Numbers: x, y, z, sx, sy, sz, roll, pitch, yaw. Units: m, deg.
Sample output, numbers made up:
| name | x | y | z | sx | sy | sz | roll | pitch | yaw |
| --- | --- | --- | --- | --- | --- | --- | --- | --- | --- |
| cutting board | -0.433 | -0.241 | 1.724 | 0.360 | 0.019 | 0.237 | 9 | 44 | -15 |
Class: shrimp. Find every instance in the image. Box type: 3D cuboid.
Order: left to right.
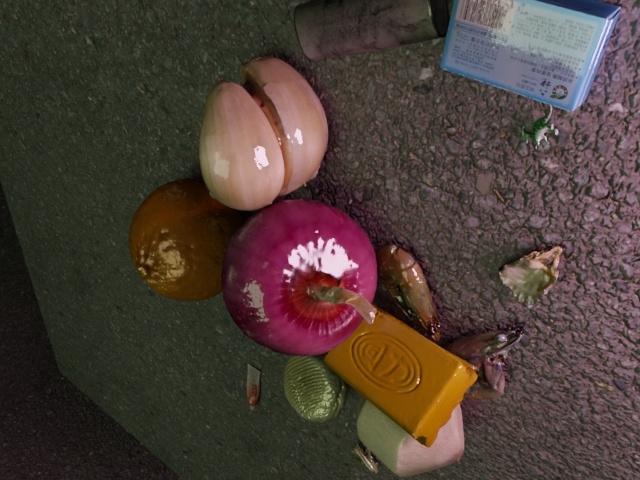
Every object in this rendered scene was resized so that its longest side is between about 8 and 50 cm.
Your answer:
| name | x | y | z | sx | sy | sz | roll | pitch | yaw |
| --- | --- | --- | --- | --- | --- | --- | --- | --- | --- |
| shrimp | 0.206 | 0.126 | 1.336 | 0.267 | 0.061 | 0.145 | 55 | 148 | -10 |
| shrimp | 0.369 | 0.285 | 1.307 | 0.164 | 0.062 | 0.317 | 43 | 143 | 2 |

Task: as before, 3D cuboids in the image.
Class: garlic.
| name | x | y | z | sx | sy | sz | roll | pitch | yaw |
| --- | --- | --- | --- | --- | --- | --- | --- | --- | --- |
| garlic | -0.125 | -0.216 | 1.224 | 0.249 | 0.286 | 0.313 | -129 | 36 | -56 |

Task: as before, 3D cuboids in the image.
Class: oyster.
| name | x | y | z | sx | sy | sz | roll | pitch | yaw |
| --- | --- | --- | --- | --- | --- | --- | --- | --- | --- |
| oyster | 0.402 | 0.066 | 1.123 | 0.121 | 0.045 | 0.146 | 11 | 133 | 33 |

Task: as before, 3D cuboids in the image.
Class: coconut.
| name | x | y | z | sx | sy | sz | roll | pitch | yaw |
| --- | --- | --- | --- | --- | --- | --- | --- | --- | --- |
| coconut | 0.229 | 0.449 | 1.405 | 0.266 | 0.237 | 0.237 | 28 | 137 | 45 |

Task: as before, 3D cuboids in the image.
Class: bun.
| name | x | y | z | sx | sy | sz | roll | pitch | yaw |
| --- | --- | --- | --- | --- | --- | --- | --- | --- | --- |
| bun | 0.000 | 0.411 | 1.674 | 0.220 | 0.134 | 0.221 | 1 | 91 | 42 |

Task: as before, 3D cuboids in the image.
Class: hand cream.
| name | x | y | z | sx | sy | sz | roll | pitch | yaw |
| --- | --- | --- | --- | --- | --- | --- | --- | --- | --- |
| hand cream | -0.238 | 0.530 | 2.061 | 0.052 | 0.038 | 0.216 | 8 | 125 | 5 |

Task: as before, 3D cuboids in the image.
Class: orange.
| name | x | y | z | sx | sy | sz | roll | pitch | yaw |
| --- | --- | --- | --- | --- | --- | --- | --- | --- | --- |
| orange | -0.367 | 0.006 | 1.585 | 0.340 | 0.293 | 0.341 | 22 | 129 | 29 |

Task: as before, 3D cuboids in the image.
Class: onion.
| name | x | y | z | sx | sy | sz | roll | pitch | yaw |
| --- | --- | --- | --- | --- | --- | --- | --- | --- | --- |
| onion | -0.038 | 0.073 | 1.276 | 0.358 | 0.358 | 0.345 | 47 | 154 | 4 |

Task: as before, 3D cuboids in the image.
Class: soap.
| name | x | y | z | sx | sy | sz | roll | pitch | yaw |
| --- | --- | --- | --- | --- | --- | --- | --- | --- | --- |
| soap | 0.172 | 0.291 | 1.322 | 0.324 | 0.204 | 0.096 | 28 | 168 | 46 |

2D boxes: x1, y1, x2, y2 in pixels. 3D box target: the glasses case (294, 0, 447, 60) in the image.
| name | x | y | z | sx | sy | sz | roll | pitch | yaw |
| --- | --- | --- | --- | --- | --- | --- | --- | --- | --- |
| glasses case | 0.083 | -0.402 | 1.053 | 0.299 | 0.060 | 0.114 | 5 | 120 | 40 |

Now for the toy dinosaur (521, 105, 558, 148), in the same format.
| name | x | y | z | sx | sy | sz | roll | pitch | yaw |
| --- | --- | --- | --- | --- | --- | --- | --- | --- | --- |
| toy dinosaur | 0.370 | -0.195 | 0.979 | 0.062 | 0.021 | 0.083 | 21 | 134 | 47 |

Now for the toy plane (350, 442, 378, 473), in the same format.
| name | x | y | z | sx | sy | sz | roll | pitch | yaw |
| --- | --- | --- | --- | --- | --- | --- | --- | --- | --- |
| toy plane | 0.143 | 0.687 | 1.821 | 0.111 | 0.040 | 0.102 | 43 | 140 | 8 |

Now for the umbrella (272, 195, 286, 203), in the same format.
| name | x | y | z | sx | sy | sz | roll | pitch | yaw |
| --- | --- | --- | --- | --- | --- | --- | --- | --- | --- |
| umbrella | -0.122 | -0.116 | 1.430 | 0.094 | 0.090 | 0.326 | 14 | 127 | 39 |

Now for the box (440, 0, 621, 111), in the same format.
| name | x | y | z | sx | sy | sz | roll | pitch | yaw |
| --- | --- | --- | --- | --- | --- | --- | --- | --- | --- |
| box | 0.316 | -0.312 | 0.895 | 0.232 | 0.083 | 0.143 | 26 | 133 | 24 |
